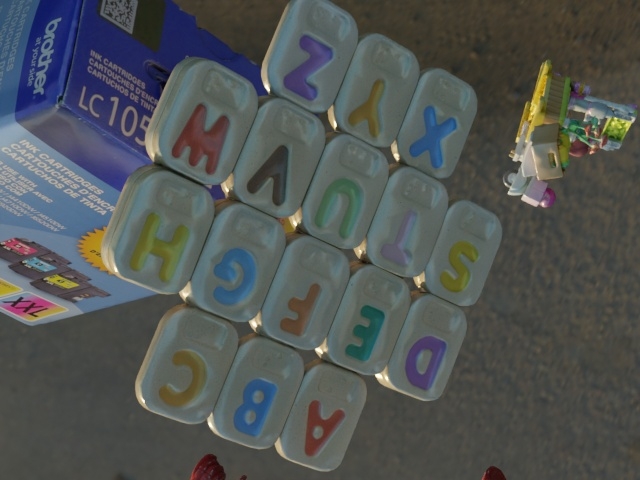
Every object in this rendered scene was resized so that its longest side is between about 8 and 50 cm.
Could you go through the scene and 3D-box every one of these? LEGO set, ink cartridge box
[{"bbox_3d":[0.255,-0.103,1.493,0.107,0.287,0.132,17,88,3],"label":"LEGO set"},{"bbox_3d":[-0.189,-0.074,1.233,0.395,0.151,0.270,-17,144,37],"label":"ink cartridge box"}]

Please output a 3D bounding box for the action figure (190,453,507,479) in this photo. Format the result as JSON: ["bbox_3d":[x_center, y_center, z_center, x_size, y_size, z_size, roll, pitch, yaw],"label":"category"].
[{"bbox_3d":[-0.011,0.150,0.775,0.280,0.139,0.091,-29,144,30],"label":"action figure"}]

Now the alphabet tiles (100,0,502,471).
[{"bbox_3d":[0.000,0.000,0.966,0.021,0.284,0.278,17,83,53],"label":"alphabet tiles"}]
